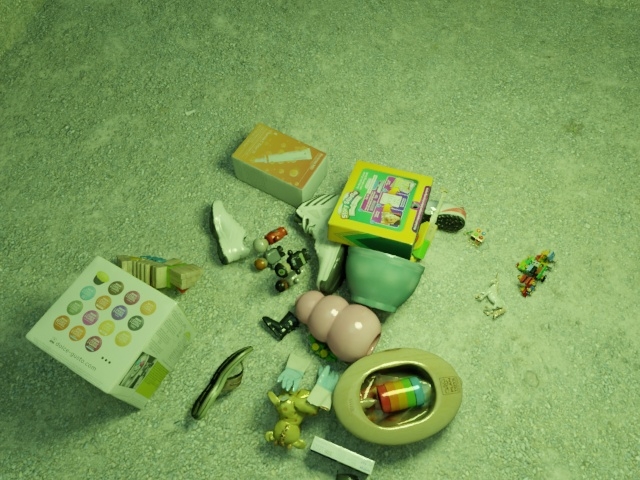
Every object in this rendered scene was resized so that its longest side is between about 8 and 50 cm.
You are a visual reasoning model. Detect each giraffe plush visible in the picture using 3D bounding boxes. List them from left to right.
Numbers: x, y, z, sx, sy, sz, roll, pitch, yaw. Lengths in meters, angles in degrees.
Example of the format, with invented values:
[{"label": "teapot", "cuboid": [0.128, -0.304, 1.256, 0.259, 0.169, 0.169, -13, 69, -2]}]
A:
[{"label": "giraffe plush", "cuboid": [-0.094, 0.597, 1.594, 0.182, 0.210, 0.170, 7, 86, 34]}]

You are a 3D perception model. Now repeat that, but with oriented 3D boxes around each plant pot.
[{"label": "plant pot", "cuboid": [0.218, 0.154, 1.769, 0.294, 0.293, 0.196, 15, 84, 7]}]

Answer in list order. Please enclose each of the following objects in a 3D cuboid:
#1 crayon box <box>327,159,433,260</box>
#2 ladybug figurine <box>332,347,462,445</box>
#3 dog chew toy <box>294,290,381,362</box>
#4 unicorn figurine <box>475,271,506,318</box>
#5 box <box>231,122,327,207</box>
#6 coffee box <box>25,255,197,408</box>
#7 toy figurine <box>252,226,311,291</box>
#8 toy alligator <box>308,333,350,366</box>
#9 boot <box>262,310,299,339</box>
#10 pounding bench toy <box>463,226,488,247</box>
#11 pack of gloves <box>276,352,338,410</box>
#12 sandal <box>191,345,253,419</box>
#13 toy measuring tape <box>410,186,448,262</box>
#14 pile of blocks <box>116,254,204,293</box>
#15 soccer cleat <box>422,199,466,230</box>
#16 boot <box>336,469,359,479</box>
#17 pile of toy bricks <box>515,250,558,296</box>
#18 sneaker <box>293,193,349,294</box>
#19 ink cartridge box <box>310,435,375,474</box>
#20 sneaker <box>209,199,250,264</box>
[{"label": "crayon box", "cuboid": [0.231, -0.123, 1.812, 0.314, 0.106, 0.362, 15, 52, 14]}, {"label": "ladybug figurine", "cuboid": [0.260, 0.525, 1.619, 0.450, 0.162, 0.304, -6, 67, -7]}, {"label": "dog chew toy", "cuboid": [0.050, 0.294, 1.731, 0.332, 0.206, 0.206, 28, 66, 22]}, {"label": "unicorn figurine", "cuboid": [0.663, 0.215, 1.854, 0.111, 0.060, 0.161, -20, 81, -11]}, {"label": "box", "cuboid": [-0.171, -0.318, 2.052, 0.346, 0.168, 0.214, 27, 66, 12]}, {"label": "coffee box", "cuboid": [-0.678, 0.317, 1.625, 0.338, 0.338, 0.334, 28, 65, 13]}, {"label": "toy figurine", "cuboid": [-0.157, 0.079, 1.824, 0.148, 0.209, 0.213, -34, 68, -29]}, {"label": "toy alligator", "cuboid": [0.022, 0.416, 1.745, 0.190, 0.056, 0.051, 36, 110, 15]}, {"label": "boot", "cuboid": [-0.147, 0.305, 1.801, 0.099, 0.045, 0.121, -42, 78, -17]}, {"label": "pounding bench toy", "cuboid": [0.633, -0.023, 1.965, 0.083, 0.065, 0.052, 34, 68, 16]}, {"label": "pack of gloves", "cuboid": [-0.034, 0.461, 1.638, 0.195, 0.232, 0.046, 23, 107, 4]}, {"label": "sandal", "cuboid": [-0.332, 0.499, 1.677, 0.086, 0.120, 0.302, 40, 68, -12]}, {"label": "toy measuring tape", "cuboid": [0.406, -0.066, 1.923, 0.122, 0.121, 0.329, 21, 94, 10]}, {"label": "pile of blocks", "cuboid": [-0.626, 0.136, 1.866, 0.363, 0.149, 0.112, 10, 106, 15]}, {"label": "soccer cleat", "cuboid": [0.450, -0.127, 2.010, 0.319, 0.108, 0.116, 14, 40, 11]}, {"label": "boot", "cuboid": [0.135, 0.819, 1.527, 0.198, 0.076, 0.136, 8, 58, 2]}, {"label": "pile of toy bricks", "cuboid": [0.829, 0.108, 1.890, 0.212, 0.118, 0.105, -47, 40, -12]}, {"label": "sneaker", "cuboid": [0.000, 0.000, 1.921, 0.258, 0.169, 0.447, 9, 59, 17]}, {"label": "ink cartridge box", "cuboid": [0.070, 0.706, 1.567, 0.207, 0.097, 0.046, 20, 64, 10]}, {"label": "sneaker", "cuboid": [-0.377, -0.038, 1.958, 0.130, 0.111, 0.296, -11, 66, -24]}]
